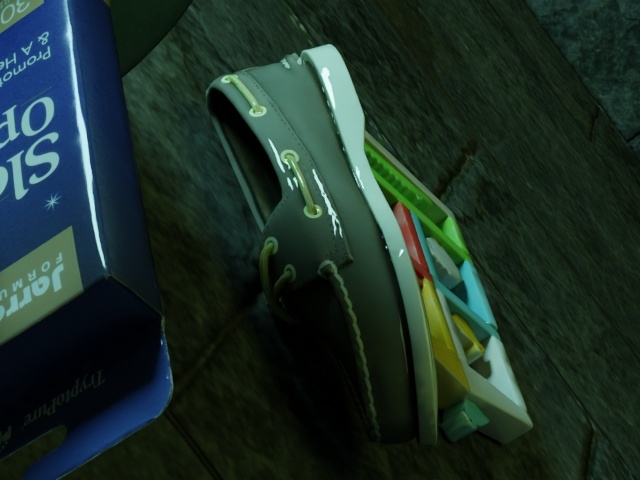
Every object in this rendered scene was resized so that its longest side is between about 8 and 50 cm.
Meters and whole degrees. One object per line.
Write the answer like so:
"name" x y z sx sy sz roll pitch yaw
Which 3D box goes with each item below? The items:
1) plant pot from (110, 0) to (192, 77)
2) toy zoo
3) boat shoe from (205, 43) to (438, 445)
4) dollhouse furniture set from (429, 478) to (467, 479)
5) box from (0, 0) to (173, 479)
"plant pot" -0.140 -0.210 0.732 0.293 0.196 0.293 58 16 -26
"toy zoo" 0.075 0.034 1.169 0.192 0.030 0.293 40 24 -38
"boat shoe" 0.000 0.003 0.950 0.109 0.091 0.305 91 -15 -51
"dollhouse furniture set" 0.183 0.260 0.827 0.355 0.174 0.303 24 36 -56
"box" -0.129 0.000 0.567 0.036 0.136 0.225 43 21 -43
